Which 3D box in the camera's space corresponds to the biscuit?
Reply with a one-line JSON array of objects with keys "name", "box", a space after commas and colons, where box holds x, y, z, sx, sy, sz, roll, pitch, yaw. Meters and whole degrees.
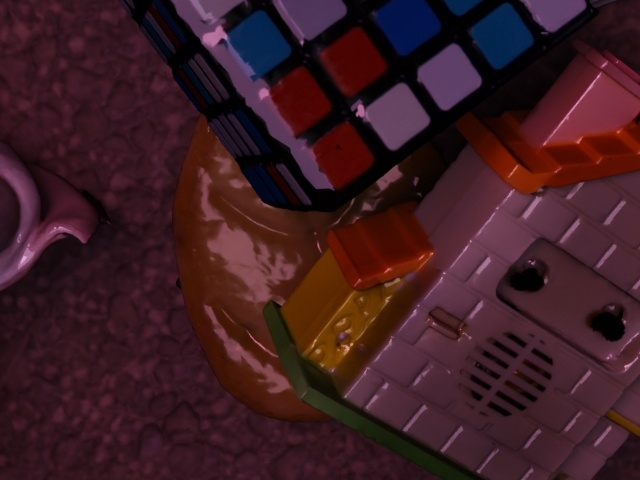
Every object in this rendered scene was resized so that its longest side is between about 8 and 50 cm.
[{"name": "biscuit", "box": [-0.001, 0.002, 0.923, 0.203, 0.041, 0.260, -16, 105, 7]}]

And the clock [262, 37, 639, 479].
[{"name": "clock", "box": [0.133, 0.022, 0.858, 0.220, 0.106, 0.255, 33, 103, -26]}]

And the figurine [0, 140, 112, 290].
[{"name": "figurine", "box": [-0.311, 0.076, 0.860, 0.211, 0.253, 0.361, 37, 96, -23]}]

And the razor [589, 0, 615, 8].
[{"name": "razor", "box": [0.244, -0.160, 0.872, 0.191, 0.037, 0.068, -3, 146, 8]}]

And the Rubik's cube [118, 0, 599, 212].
[{"name": "Rubik's cube", "box": [0.005, -0.137, 0.790, 0.187, 0.184, 0.182, -38, 100, -9]}]
